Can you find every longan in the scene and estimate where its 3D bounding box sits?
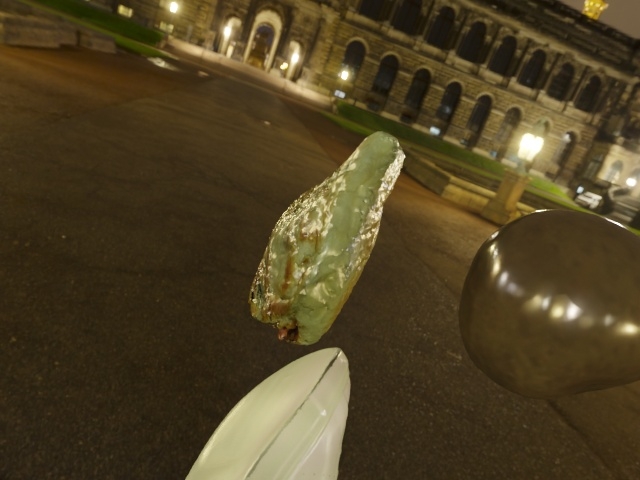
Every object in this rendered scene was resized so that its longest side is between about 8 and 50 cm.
[{"bbox_3d":[0.302,0.079,0.577,0.246,0.246,0.215,28,32,24],"label":"longan"}]

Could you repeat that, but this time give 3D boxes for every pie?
[{"bbox_3d":[0.005,-0.001,0.898,0.180,0.418,0.395,28,55,-8],"label":"pie"}]

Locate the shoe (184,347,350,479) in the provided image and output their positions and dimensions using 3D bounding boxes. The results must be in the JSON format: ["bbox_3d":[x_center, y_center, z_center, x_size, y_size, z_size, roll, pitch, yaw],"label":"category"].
[{"bbox_3d":[-0.032,0.185,0.310,0.110,0.095,0.265,58,35,-7],"label":"shoe"}]
